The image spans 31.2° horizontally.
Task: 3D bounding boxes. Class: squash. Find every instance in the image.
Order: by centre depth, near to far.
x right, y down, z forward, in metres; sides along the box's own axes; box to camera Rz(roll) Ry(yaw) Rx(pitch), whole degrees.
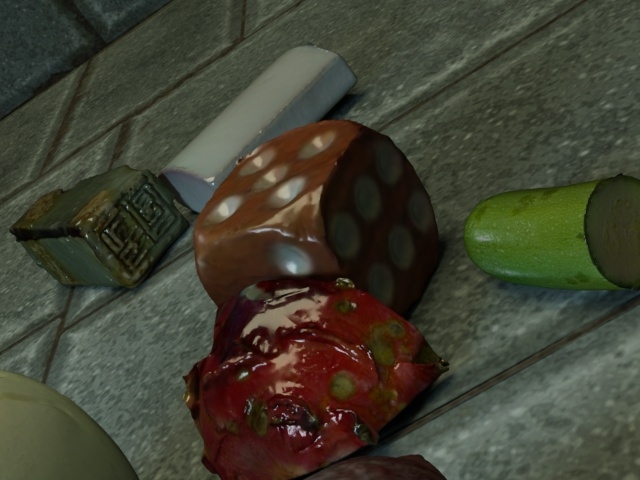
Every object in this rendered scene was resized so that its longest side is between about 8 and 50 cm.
[{"bbox_3d":[0.186,-0.001,0.959,0.095,0.095,0.188,-50,23,-26],"label":"squash"}]

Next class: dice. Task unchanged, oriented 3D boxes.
[{"bbox_3d":[0.000,0.000,1.112,0.179,0.174,0.175,-12,33,36],"label":"dice"}]

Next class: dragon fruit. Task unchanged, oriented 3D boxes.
[{"bbox_3d":[-0.039,0.124,0.987,0.274,0.126,0.161,-14,32,43],"label":"dragon fruit"}]

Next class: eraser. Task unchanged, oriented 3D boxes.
[{"bbox_3d":[-0.089,-0.156,1.609,0.270,0.095,0.174,-46,25,-21],"label":"eraser"}]

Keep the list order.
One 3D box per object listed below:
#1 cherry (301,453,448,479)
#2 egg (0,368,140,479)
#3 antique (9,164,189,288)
[{"bbox_3d":[0.018,0.226,0.672,0.192,0.175,0.250,-31,22,49],"label":"cherry"},{"bbox_3d":[-0.270,0.271,0.853,0.283,0.283,0.345,-25,34,27],"label":"egg"},{"bbox_3d":[-0.335,-0.008,1.645,0.284,0.125,0.150,-8,36,48],"label":"antique"}]
